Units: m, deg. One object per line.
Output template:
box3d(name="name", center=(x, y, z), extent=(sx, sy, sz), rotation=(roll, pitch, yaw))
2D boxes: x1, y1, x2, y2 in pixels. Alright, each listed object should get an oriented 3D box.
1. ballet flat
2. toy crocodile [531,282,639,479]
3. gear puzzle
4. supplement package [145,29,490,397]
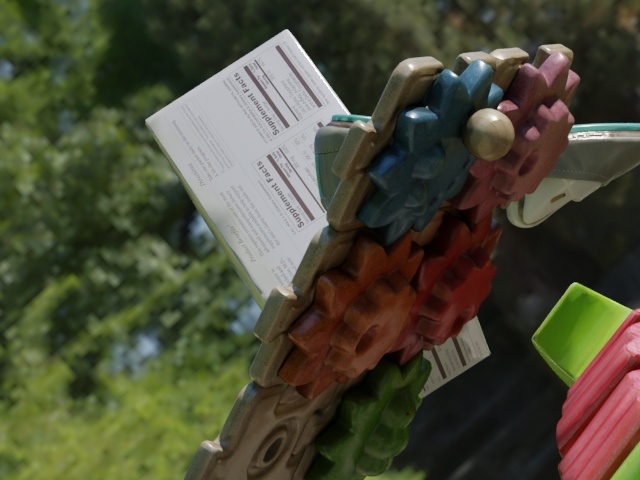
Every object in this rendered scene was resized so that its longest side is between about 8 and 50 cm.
box3d(name="ballet flat", center=(0.100, -0.038, 1.156), extent=(0.213, 0.068, 0.072), rotation=(1, -1, -11))
box3d(name="toy crocodile", center=(0.143, 0.083, 0.805), extent=(0.115, 0.105, 0.340), rotation=(-54, 1, 14))
box3d(name="gear puzzle", center=(0.018, 0.068, 0.882), extent=(0.175, 0.044, 0.339), rotation=(-13, -47, -58))
box3d(name="supplement package", center=(0.000, 0.000, 1.616), extent=(0.145, 0.262, 0.204), rotation=(-32, -28, -3))
